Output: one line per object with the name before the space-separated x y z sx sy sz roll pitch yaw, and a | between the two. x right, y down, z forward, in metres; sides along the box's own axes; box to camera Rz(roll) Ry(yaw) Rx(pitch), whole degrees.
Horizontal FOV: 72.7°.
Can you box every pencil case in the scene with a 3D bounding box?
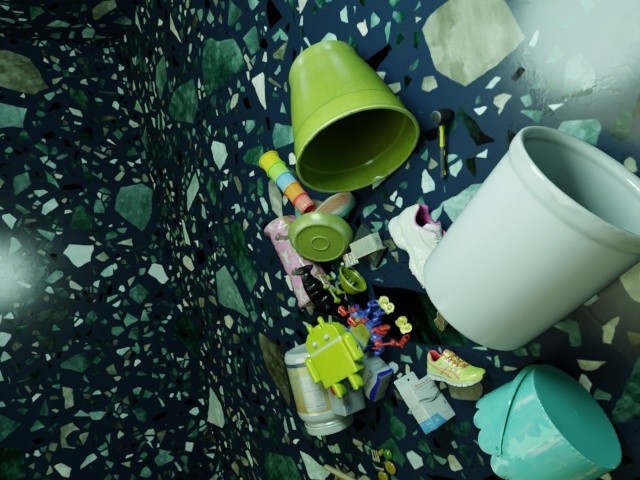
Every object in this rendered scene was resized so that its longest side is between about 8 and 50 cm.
pencil case | -0.088 0.082 1.745 0.167 0.160 0.386 -37 70 29

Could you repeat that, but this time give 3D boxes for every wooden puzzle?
wooden puzzle | 0.110 0.068 1.577 0.083 0.006 0.049 -23 71 14

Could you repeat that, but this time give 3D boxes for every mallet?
mallet | 0.346 -0.272 1.212 0.039 0.062 0.190 17 128 49

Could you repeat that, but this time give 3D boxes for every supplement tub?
supplement tub | 0.001 0.570 1.711 0.228 0.228 0.316 -17 87 52

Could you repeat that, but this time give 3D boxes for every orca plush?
orca plush | 0.028 0.202 1.566 0.287 0.151 0.102 63 178 -30

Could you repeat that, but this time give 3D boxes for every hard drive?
hard drive | 0.170 0.017 1.512 0.135 0.022 0.094 47 133 32

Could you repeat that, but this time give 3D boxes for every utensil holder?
utensil holder | 0.445 0.007 0.934 0.327 0.327 0.385 55 138 26

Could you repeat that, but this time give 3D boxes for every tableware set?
tableware set | 0.252 0.867 1.652 0.104 0.024 0.154 -20 83 48

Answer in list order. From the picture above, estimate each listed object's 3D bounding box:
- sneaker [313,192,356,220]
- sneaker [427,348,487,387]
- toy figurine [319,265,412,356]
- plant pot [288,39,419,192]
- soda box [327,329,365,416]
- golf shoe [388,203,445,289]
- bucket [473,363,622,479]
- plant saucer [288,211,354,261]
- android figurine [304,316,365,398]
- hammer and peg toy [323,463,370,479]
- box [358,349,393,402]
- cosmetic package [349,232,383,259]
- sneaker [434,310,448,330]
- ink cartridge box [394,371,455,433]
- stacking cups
sneaker | 0.036 -0.063 1.606 0.302 0.121 0.108 -37 33 32
sneaker | 0.393 0.373 1.291 0.208 0.081 0.094 -10 90 52
toy figurine | 0.125 0.290 1.524 0.362 0.191 0.217 48 138 33
plant pot | 0.061 -0.394 1.311 0.366 0.366 0.353 -47 52 46
soda box | 0.074 0.477 1.583 0.091 0.098 0.286 -20 81 54
golf shoe | 0.319 0.030 1.265 0.140 0.115 0.306 -49 63 42
bucket | 0.520 0.437 1.007 0.281 0.281 0.183 55 127 26
plant saucer | 0.000 0.000 1.569 0.037 0.241 0.241 -83 17 -47
android figurine | 0.041 0.397 1.496 0.248 0.056 0.273 -39 71 34
hammer and peg toy | 0.142 1.055 1.755 0.266 0.127 0.361 19 114 49
box | 0.183 0.491 1.589 0.137 0.072 0.126 35 126 40
cosmetic package | 0.156 0.020 1.478 0.115 0.041 0.060 -26 80 51
sneaker | 0.380 0.226 1.305 0.042 0.067 0.118 48 163 29
ink cartridge box | 0.329 0.502 1.385 0.180 0.104 0.060 57 138 23
stacking cups | -0.128 -0.230 1.775 0.316 0.096 0.096 51 135 23
